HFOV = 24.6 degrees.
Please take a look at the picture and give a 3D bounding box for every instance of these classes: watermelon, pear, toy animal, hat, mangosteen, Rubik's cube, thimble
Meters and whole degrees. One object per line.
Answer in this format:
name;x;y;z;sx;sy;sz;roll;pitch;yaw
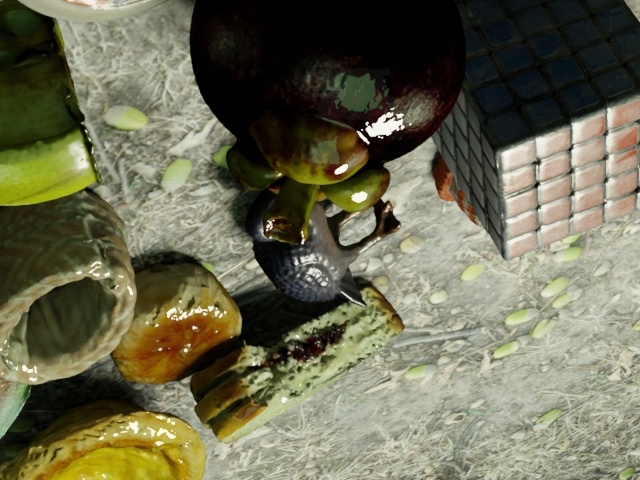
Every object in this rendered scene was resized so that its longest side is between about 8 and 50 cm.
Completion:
watermelon;-0.465;0.231;1.973;0.180;0.081;0.094;-35;129;-14
pear;-0.361;-0.115;1.465;0.255;0.238;0.164;-18;149;-12
toy animal;0.000;0.000;1.916;0.185;0.122;0.298;-29;152;-13
hat;0.223;-0.055;1.942;0.094;0.162;0.112;-11;145;-23
mangosteen;0.008;-0.181;1.550;0.297;0.297;0.313;-13;128;-16
Rubik's cube;0.276;-0.160;1.785;0.237;0.237;0.238;-19;144;-6
thimble;-0.326;0.059;1.774;0.229;0.148;0.196;-37;142;18

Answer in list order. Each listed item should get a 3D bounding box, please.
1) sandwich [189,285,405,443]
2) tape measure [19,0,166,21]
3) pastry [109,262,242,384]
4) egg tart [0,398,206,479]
sandwich;-0.034;0.172;2.051;0.288;0.099;0.254;-33;168;9
tape measure;-0.214;-0.326;1.391;0.265;0.130;0.258;9;134;-44
pastry;-0.197;0.114;1.959;0.182;0.093;0.192;-23;144;-6
egg tart;-0.324;0.322;2.112;0.319;0.128;0.319;-15;140;-13
